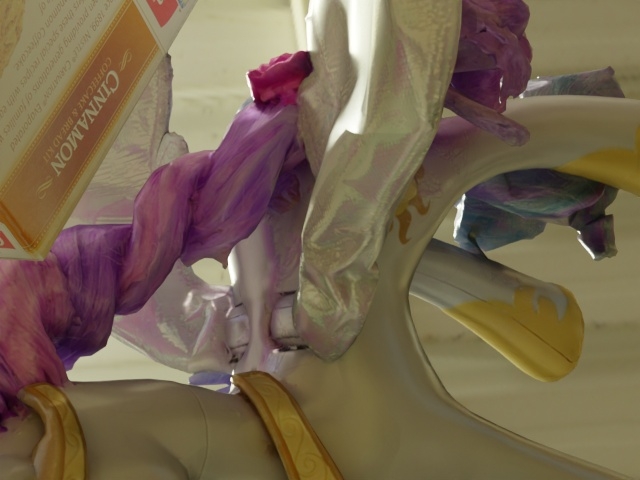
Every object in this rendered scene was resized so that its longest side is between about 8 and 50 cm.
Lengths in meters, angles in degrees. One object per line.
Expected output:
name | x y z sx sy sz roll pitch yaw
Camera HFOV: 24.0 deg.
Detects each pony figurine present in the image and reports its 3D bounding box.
pony figurine | 0.000 0.000 0.533 0.363 0.302 0.351 8 -107 -41

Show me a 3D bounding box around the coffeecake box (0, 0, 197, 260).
coffeecake box | -0.114 -0.107 0.420 0.068 0.185 0.142 2 -130 30
